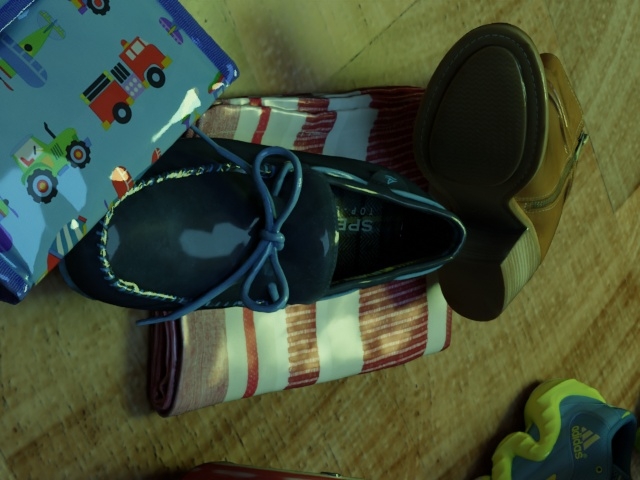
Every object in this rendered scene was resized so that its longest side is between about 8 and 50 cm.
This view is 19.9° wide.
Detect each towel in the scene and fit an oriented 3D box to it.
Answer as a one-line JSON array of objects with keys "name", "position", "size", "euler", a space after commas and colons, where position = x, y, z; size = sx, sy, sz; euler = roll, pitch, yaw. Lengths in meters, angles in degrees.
[{"name": "towel", "position": [0.000, 0.000, 1.445], "size": [0.329, 0.037, 0.237], "euler": [-8, 104, -45]}]

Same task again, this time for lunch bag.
[{"name": "lunch bag", "position": [-0.231, -0.141, 1.133], "size": [0.221, 0.138, 0.293], "euler": [-49, 117, -27]}]

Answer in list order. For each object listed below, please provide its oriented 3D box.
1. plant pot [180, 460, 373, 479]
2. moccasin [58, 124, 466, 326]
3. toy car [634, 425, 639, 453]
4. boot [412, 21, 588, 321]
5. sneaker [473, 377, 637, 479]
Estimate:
[{"name": "plant pot", "position": [-0.034, 0.256, 1.358], "size": [0.191, 0.191, 0.174], "euler": [15, 78, -47]}, {"name": "moccasin", "position": [-0.028, -0.018, 1.297], "size": [0.342, 0.117, 0.137], "euler": [-11, 107, -45]}, {"name": "toy car", "position": [0.405, 0.220, 1.875], "size": [0.155, 0.149, 0.188], "euler": [-45, 156, -27]}, {"name": "boot", "position": [0.169, -0.097, 1.503], "size": [0.220, 0.109, 0.283], "euler": [-55, 147, -45]}, {"name": "sneaker", "position": [0.205, 0.232, 1.638], "size": [0.091, 0.126, 0.240], "euler": [45, 65, -41]}]
